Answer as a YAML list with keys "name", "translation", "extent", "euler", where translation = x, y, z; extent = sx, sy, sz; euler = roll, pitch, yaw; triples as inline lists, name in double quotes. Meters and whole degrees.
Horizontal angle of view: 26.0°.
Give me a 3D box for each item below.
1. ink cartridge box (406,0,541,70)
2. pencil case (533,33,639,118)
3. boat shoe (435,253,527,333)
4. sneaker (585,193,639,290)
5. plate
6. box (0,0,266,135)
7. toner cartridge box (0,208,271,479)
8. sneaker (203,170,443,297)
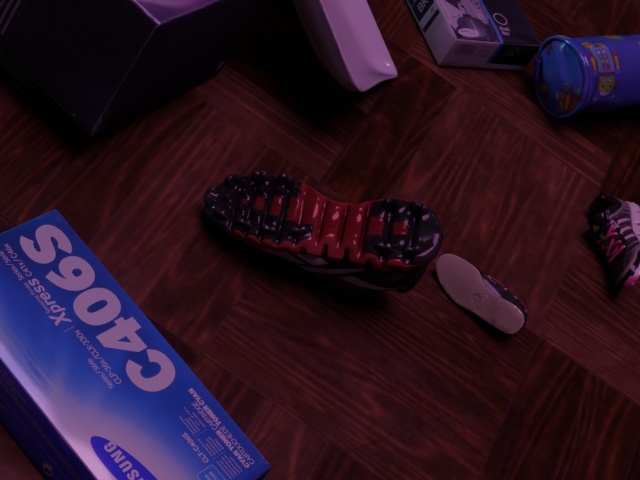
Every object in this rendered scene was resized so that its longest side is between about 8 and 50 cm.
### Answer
- name: "ink cartridge box"
  translation: [0.191, -0.398, 2.073]
  extent: [0.165, 0.065, 0.333]
  euler: [-3, 55, -33]
- name: "pencil case"
  translation: [0.448, -0.254, 2.069]
  extent: [0.306, 0.119, 0.133]
  euler: [-10, 21, -37]
- name: "boat shoe"
  translation: [0.196, 0.065, 1.699]
  extent: [0.133, 0.049, 0.042]
  euler: [39, 15, 12]
- name: "sneaker"
  translation: [0.393, -0.002, 1.864]
  extent: [0.075, 0.063, 0.170]
  euler: [24, 40, -14]
- name: "plate"
  translation: [0.006, -0.320, 1.780]
  extent: [0.277, 0.045, 0.278]
  euler: [65, 16, -5]
- name: "box"
  translation: [-0.249, -0.315, 1.608]
  extent: [0.294, 0.183, 0.296]
  euler: [43, 34, 5]
- name: "toner cartridge box"
  translation: [-0.222, 0.141, 1.344]
  extent: [0.348, 0.075, 0.165]
  euler: [48, 46, 12]
- name: "sneaker"
  translation: [0.000, 0.000, 1.592]
  extent: [0.276, 0.135, 0.097]
  euler: [11, 58, 7]
